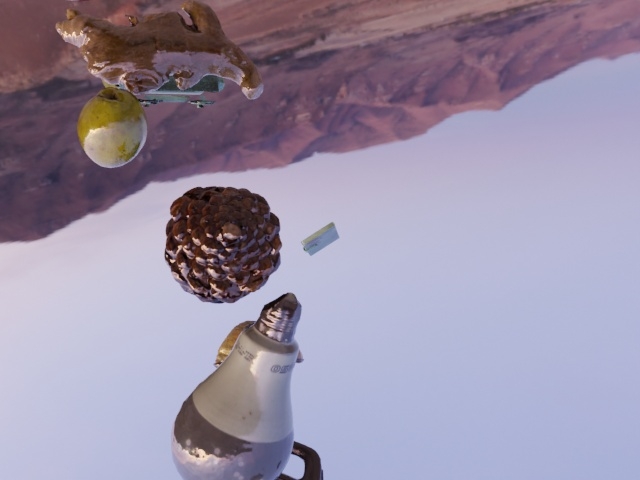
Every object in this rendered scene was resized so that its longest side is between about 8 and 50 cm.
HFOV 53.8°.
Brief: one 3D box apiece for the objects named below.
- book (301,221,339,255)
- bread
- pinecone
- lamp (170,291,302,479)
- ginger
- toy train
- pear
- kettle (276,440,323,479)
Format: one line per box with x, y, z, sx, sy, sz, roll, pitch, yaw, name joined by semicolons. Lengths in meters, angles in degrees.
0.000;0.000;1.665;0.103;0.017;0.135;-32;165;-2;book
-0.179;0.330;1.966;0.204;0.163;0.262;-3;174;33;bread
-0.185;0.007;1.182;0.224;0.224;0.272;-17;180;-16;pinecone
-0.113;0.233;0.900;0.181;0.314;0.182;12;-150;-7;lamp
-0.261;-0.321;1.045;0.332;0.166;0.080;-3;180;-12;ginger
-0.391;-0.390;1.560;0.189;0.127;0.307;8;-166;42;toy train
-0.315;-0.168;0.959;0.107;0.131;0.107;12;-140;-10;pear
-0.115;0.580;1.342;0.271;0.207;0.251;8;-153;-1;kettle
